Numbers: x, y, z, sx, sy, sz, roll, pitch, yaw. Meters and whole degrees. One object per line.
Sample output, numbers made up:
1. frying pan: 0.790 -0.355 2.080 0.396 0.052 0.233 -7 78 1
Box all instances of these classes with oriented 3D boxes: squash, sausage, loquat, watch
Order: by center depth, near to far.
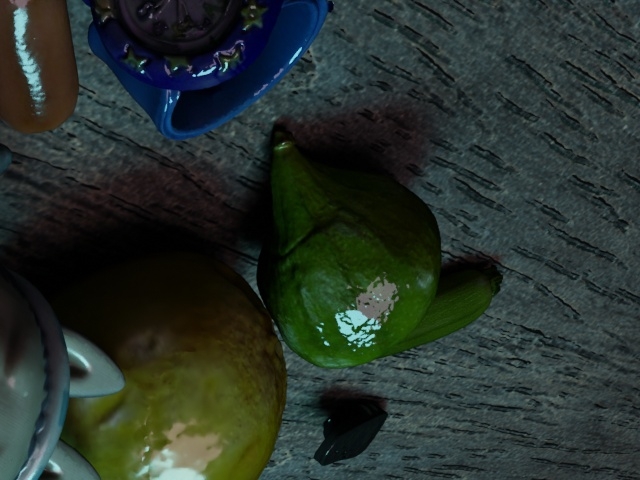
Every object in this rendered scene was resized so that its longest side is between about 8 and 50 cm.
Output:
1. watch: -0.085 -0.183 1.239 0.196 0.171 0.200 -31 165 1
2. sausage: -0.233 -0.159 1.273 0.077 0.077 0.194 -20 142 -16
3. loquat: -0.172 0.141 1.544 0.283 0.276 0.276 -8 146 9
4. squash: 0.099 0.088 1.830 0.258 0.069 0.069 -17 143 -19

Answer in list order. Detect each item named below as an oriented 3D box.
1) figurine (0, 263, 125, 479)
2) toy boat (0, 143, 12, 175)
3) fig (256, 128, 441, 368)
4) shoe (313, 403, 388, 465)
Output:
1. figurine: -0.334 0.171 1.283 0.361 0.266 0.377 -31 133 28
2. toy boat: -0.354 -0.043 1.322 0.207 0.079 0.134 -26 148 -9
3. fig: 0.000 0.000 1.588 0.203 0.203 0.235 -39 115 12
4. shoe: 0.027 0.228 1.965 0.071 0.049 0.179 -56 162 15
